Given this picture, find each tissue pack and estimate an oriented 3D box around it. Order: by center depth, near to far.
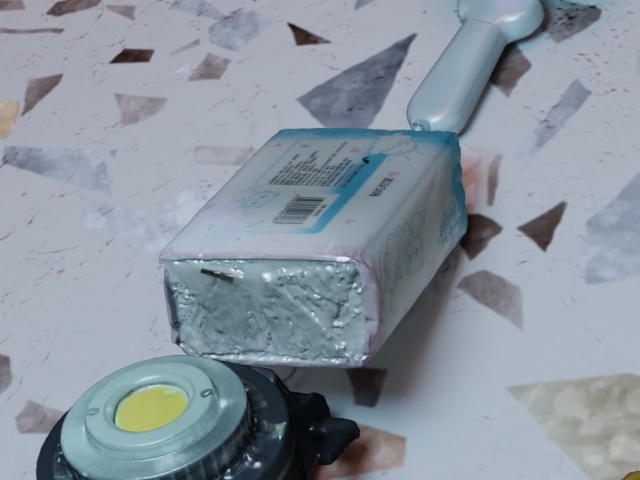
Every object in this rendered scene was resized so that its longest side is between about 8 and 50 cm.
[{"bbox_3d":[0.002,0.000,1.619,0.201,0.124,0.271,-1,25,26],"label":"tissue pack"}]

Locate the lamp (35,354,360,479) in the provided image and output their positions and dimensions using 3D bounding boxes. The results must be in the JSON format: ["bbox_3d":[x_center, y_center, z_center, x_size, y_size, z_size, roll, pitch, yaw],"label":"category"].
[{"bbox_3d":[-0.108,0.235,1.450,0.205,0.272,0.374,4,57,27],"label":"lamp"}]

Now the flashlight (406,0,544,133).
[{"bbox_3d":[0.150,-0.178,1.806,0.093,0.047,0.200,16,65,34],"label":"flashlight"}]

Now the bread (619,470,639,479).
[{"bbox_3d":[0.317,0.239,1.397,0.211,0.083,0.114,5,53,24],"label":"bread"}]
